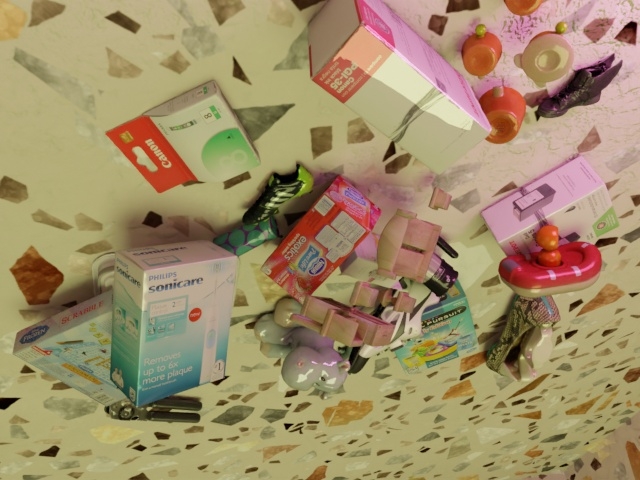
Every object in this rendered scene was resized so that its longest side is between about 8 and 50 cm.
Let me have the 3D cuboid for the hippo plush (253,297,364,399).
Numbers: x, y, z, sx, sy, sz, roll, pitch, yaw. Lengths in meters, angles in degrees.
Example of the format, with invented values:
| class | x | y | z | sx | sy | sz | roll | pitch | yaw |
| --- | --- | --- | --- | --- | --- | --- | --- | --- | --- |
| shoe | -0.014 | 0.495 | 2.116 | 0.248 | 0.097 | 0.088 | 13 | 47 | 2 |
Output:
| class | x | y | z | sx | sy | sz | roll | pitch | yaw |
| --- | --- | --- | --- | --- | --- | --- | --- | --- | --- |
| hippo plush | -0.029 | 0.316 | 1.508 | 0.294 | 0.236 | 0.234 | 11 | 131 | -28 |

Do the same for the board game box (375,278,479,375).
| class | x | y | z | sx | sy | sz | roll | pitch | yaw |
| --- | --- | --- | --- | --- | --- | --- | --- | --- | --- |
| board game box | 0.335 | 0.274 | 1.706 | 0.254 | 0.079 | 0.336 | -23 | 139 | 6 |

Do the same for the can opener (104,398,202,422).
| class | x | y | z | sx | sy | sz | roll | pitch | yaw |
| --- | --- | --- | --- | --- | --- | --- | --- | --- | --- |
| can opener | -0.509 | 0.515 | 1.712 | 0.284 | 0.075 | 0.095 | 15 | 162 | -32 |

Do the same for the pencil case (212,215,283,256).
| class | x | y | z | sx | sy | sz | roll | pitch | yaw |
| --- | --- | --- | --- | --- | --- | --- | --- | --- | --- |
| pencil case | -0.163 | -0.005 | 1.240 | 0.152 | 0.064 | 0.070 | -25 | 176 | 10 |

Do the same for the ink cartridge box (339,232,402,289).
| class | x | y | z | sx | sy | sz | roll | pitch | yaw |
| --- | --- | --- | --- | --- | --- | --- | --- | --- | --- |
| ink cartridge box | 0.129 | 0.043 | 1.354 | 0.198 | 0.115 | 0.067 | 18 | 127 | -35 |

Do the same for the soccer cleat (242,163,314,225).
| class | x | y | z | sx | sy | sz | roll | pitch | yaw |
| --- | --- | --- | --- | --- | --- | --- | --- | --- | --- |
| soccer cleat | -0.098 | -0.097 | 1.173 | 0.179 | 0.060 | 0.072 | -33 | 127 | 8 |

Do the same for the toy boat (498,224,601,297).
| class | x | y | z | sx | sy | sz | roll | pitch | yaw |
| --- | --- | --- | --- | --- | --- | --- | --- | --- | --- |
| toy boat | 0.540 | 0.036 | 1.314 | 0.231 | 0.151 | 0.151 | -9 | 110 | -7 |

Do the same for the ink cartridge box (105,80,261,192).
| class | x | y | z | sx | sy | sz | roll | pitch | yaw |
| --- | --- | --- | --- | --- | --- | --- | --- | --- | --- |
| ink cartridge box | -0.250 | -0.171 | 1.039 | 0.225 | 0.056 | 0.181 | -24 | 138 | 6 |

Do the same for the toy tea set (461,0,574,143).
| class | x | y | z | sx | sy | sz | roll | pitch | yaw |
| --- | --- | --- | --- | --- | --- | --- | --- | --- | --- |
| toy tea set | 0.345 | -0.335 | 1.043 | 0.200 | 0.124 | 0.336 | 28 | 132 | -3 |

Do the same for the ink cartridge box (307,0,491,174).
| class | x | y | z | sx | sy | sz | roll | pitch | yaw |
| --- | --- | --- | --- | --- | --- | --- | --- | --- | --- |
| ink cartridge box | 0.123 | -0.263 | 0.906 | 0.283 | 0.207 | 0.117 | 31 | 124 | -27 |

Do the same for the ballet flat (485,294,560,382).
| class | x | y | z | sx | sy | sz | roll | pitch | yaw |
| --- | --- | --- | --- | --- | --- | --- | --- | --- | --- |
| ballet flat | 0.660 | 0.353 | 1.824 | 0.164 | 0.182 | 0.482 | -9 | 139 | -10 |

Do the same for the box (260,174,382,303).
| class | x | y | z | sx | sy | sz | roll | pitch | yaw |
| --- | --- | --- | --- | --- | --- | --- | --- | --- | --- |
| box | 0.000 | 0.000 | 1.223 | 0.128 | 0.122 | 0.257 | 40 | 121 | -2 |

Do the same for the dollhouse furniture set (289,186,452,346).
| class | x | y | z | sx | sy | sz | roll | pitch | yaw |
| --- | --- | --- | --- | --- | --- | --- | --- | --- | --- |
| dollhouse furniture set | 0.101 | 0.021 | 1.157 | 0.303 | 0.174 | 0.355 | 16 | 93 | -62 |

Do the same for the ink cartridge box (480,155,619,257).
| class | x | y | z | sx | sy | sz | roll | pitch | yaw |
| --- | --- | --- | --- | --- | --- | --- | --- | --- | --- |
| ink cartridge box | 0.570 | -0.053 | 1.395 | 0.273 | 0.114 | 0.198 | -32 | 137 | 18 |

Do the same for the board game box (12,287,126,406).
| class | x | y | z | sx | sy | sz | roll | pitch | yaw |
| --- | --- | --- | --- | --- | --- | --- | --- | --- | --- |
| board game box | -0.471 | 0.253 | 1.316 | 0.318 | 0.065 | 0.318 | -23 | 138 | 8 |

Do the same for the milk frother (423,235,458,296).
| class | x | y | z | sx | sy | sz | roll | pitch | yaw |
| --- | --- | --- | --- | --- | --- | --- | --- | --- | --- |
| milk frother | 0.272 | 0.063 | 1.447 | 0.135 | 0.129 | 0.143 | 39 | 154 | -6 |

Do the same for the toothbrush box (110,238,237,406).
| class | x | y | z | sx | sy | sz | roll | pitch | yaw |
| --- | --- | --- | --- | --- | --- | --- | --- | --- | --- |
| toothbrush box | -0.306 | 0.161 | 1.163 | 0.216 | 0.126 | 0.295 | -7 | 112 | -45 |

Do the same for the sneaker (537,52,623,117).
| class | x | y | z | sx | sy | sz | roll | pitch | yaw |
| --- | --- | --- | --- | --- | --- | --- | --- | --- | --- |
| sneaker | 0.528 | -0.316 | 1.145 | 0.170 | 0.051 | 0.089 | -18 | 139 | -6 |

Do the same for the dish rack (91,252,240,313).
| class | x | y | z | sx | sy | sz | roll | pitch | yaw |
| --- | --- | --- | --- | --- | --- | --- | --- | --- | --- |
| dish rack | -0.364 | 0.145 | 1.337 | 0.333 | 0.072 | 0.285 | 0 | 137 | -17 |

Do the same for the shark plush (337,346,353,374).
| class | x | y | z | sx | sy | sz | roll | pitch | yaw |
| --- | --- | --- | --- | --- | --- | --- | --- | --- | --- |
| shark plush | 0.080 | 0.352 | 1.728 | 0.067 | 0.073 | 0.161 | 19 | 140 | 5 |

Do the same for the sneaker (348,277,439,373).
| class | x | y | z | sx | sy | sz | roll | pitch | yaw |
| --- | --- | --- | --- | --- | --- | --- | --- | --- | --- |
| sneaker | 0.197 | 0.250 | 1.506 | 0.146 | 0.122 | 0.330 | 33 | 104 | -4 |
